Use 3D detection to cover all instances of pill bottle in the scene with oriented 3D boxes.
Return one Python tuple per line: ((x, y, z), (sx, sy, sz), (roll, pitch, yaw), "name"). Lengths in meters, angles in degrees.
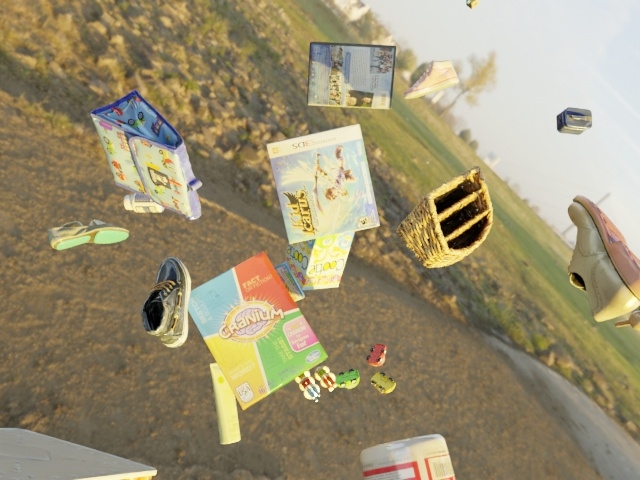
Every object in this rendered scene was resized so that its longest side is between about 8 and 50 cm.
((-0.575, -0.125, 1.867), (0.067, 0.120, 0.067), (0, 90, -83), "pill bottle")
((0.247, 0.709, 1.416), (0.229, 0.229, 0.407), (23, 50, -53), "pill bottle")

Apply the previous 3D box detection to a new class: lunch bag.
((-0.384, -0.189, 1.369), (0.293, 0.138, 0.221), (32, -36, 27), "lunch bag")
((0.761, -0.361, 1.714), (0.098, 0.067, 0.065), (3, -11, -9), "lunch bag")

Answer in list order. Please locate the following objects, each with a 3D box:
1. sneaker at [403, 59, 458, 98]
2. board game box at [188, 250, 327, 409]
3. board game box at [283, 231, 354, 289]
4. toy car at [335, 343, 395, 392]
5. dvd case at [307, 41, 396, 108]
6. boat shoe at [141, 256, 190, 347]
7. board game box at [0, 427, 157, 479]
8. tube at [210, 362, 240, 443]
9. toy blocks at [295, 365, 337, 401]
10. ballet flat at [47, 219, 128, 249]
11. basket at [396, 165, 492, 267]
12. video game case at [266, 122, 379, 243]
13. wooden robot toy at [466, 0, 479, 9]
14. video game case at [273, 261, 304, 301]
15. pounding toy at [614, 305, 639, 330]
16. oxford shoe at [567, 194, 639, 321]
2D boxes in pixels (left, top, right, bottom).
((0.258, -0.390, 1.372), (0.051, 0.134, 0.070), (-27, 100, -67), "sneaker")
((-0.166, 0.220, 1.427), (0.316, 0.242, 0.064), (57, -13, 13), "board game box")
((0.000, 0.000, 1.790), (0.144, 0.275, 0.142), (-3, 31, -33), "board game box")
((0.166, 0.517, 2.185), (0.239, 0.225, 0.053), (-101, 171, -56), "toy car")
((0.090, -0.484, 1.676), (0.253, 0.180, 0.022), (4, 14, 4), "dvd case")
((-0.282, 0.098, 1.043), (0.083, 0.065, 0.183), (59, 16, -57), "boat shoe")
((-0.580, 0.423, 1.083), (0.390, 0.050, 0.390), (7, -15, 20), "board game box")
((-0.290, 0.492, 1.741), (0.070, 0.062, 0.240), (119, -37, -75), "tube")
((-0.003, 0.459, 1.814), (0.123, 0.054, 0.148), (-5, 17, -19), "toy blocks")
((-0.623, -0.026, 1.537), (0.213, 0.072, 0.068), (-12, 65, -46), "ballet flat")
((0.439, -0.064, 1.843), (0.299, 0.223, 0.213), (-27, 72, -37), "basket")
((0.009, -0.146, 1.485), (0.061, 0.244, 0.269), (-65, 142, -78), "video game case")
((0.414, -0.744, 1.628), (0.079, 0.076, 0.173), (50, 11, 27), "wooden robot toy")
((-0.143, 0.137, 1.566), (0.015, 0.166, 0.119), (-89, 155, -64), "video game case")
((0.921, 0.144, 1.574), (0.110, 0.237, 0.183), (59, 4, 5), "pounding toy")
((0.615, 0.025, 1.302), (0.140, 0.146, 0.397), (41, 27, -15), "oxford shoe")
